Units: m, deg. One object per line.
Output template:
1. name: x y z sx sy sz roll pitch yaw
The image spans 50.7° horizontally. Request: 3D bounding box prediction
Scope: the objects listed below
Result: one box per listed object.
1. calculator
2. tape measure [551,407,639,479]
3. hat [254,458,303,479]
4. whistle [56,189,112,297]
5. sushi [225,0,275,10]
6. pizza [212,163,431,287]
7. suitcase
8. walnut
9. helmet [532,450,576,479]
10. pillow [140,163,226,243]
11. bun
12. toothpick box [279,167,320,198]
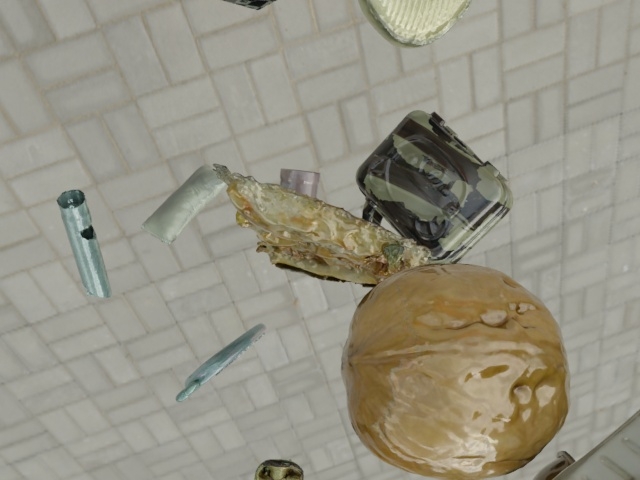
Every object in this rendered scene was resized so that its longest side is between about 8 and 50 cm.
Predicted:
1. calculator: -0.242 0.294 1.653 0.299 0.041 0.185 -36 175 -45
2. tape measure: 0.335 0.226 0.538 0.258 0.265 0.130 -31 129 -19
3. hat: -0.068 0.382 1.064 0.077 0.076 0.059 7 168 -7
4. whistle: -0.521 0.022 1.504 0.062 0.062 0.312 -9 136 -12
5. sushi: -0.110 -0.531 1.371 0.201 0.139 0.031 -42 142 -34
6. pizza: 0.021 0.013 1.257 0.392 0.080 0.435 17 167 16
7. suitcase: 0.257 -0.106 1.676 0.339 0.351 0.194 -47 154 12
8. walnut: 0.119 0.118 0.620 0.222 0.195 0.195 8 124 -32
9. helmet: 0.343 0.409 0.911 0.130 0.198 0.224 -34 105 1
10. pillow: -0.331 -0.096 1.704 0.254 0.144 0.078 -48 124 -20
11. bun: 0.189 -0.557 1.413 0.287 0.146 0.287 -7 115 -15
12. toothpick box: -0.055 -0.093 1.605 0.098 0.098 0.149 5 98 -22
